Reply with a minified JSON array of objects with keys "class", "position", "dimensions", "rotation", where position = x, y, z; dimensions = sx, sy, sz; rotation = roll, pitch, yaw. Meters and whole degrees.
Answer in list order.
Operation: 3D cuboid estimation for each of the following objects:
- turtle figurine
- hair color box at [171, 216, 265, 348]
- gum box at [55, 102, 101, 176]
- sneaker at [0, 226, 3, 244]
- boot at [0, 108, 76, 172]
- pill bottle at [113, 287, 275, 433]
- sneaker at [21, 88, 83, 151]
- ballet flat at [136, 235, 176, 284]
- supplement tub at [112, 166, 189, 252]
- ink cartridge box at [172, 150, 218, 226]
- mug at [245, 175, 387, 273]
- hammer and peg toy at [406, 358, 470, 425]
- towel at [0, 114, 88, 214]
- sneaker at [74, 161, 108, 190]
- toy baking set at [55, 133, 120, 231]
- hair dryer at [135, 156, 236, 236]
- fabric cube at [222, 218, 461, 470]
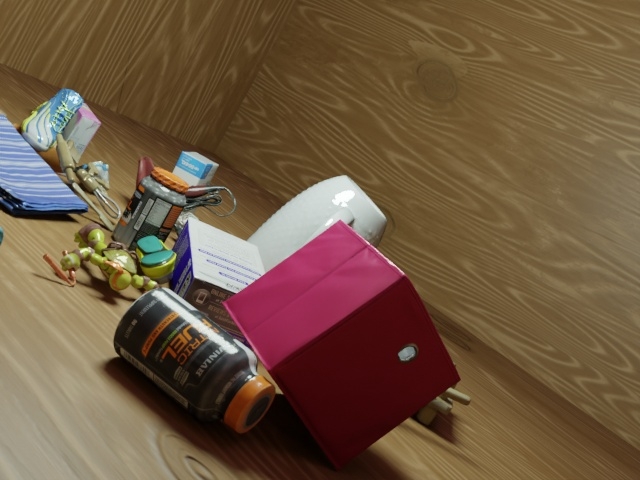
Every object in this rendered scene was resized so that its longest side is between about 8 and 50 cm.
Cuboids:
[{"class":"turtle figurine","position":[-0.403,0.038,1.547],"dimensions":[0.269,0.087,0.217],"rotation":[25,9,-34]},{"class":"hair color box","position":[-0.216,0.083,1.751],"dimensions":[0.185,0.110,0.339],"rotation":[24,14,-19]},{"class":"gum box","position":[-0.672,-0.270,2.169],"dimensions":[0.062,0.188,0.107],"rotation":[22,19,-49]},{"class":"sneaker","position":[-0.599,-0.029,1.127],"dimensions":[0.208,0.127,0.319],"rotation":[33,-2,4]},{"class":"boot","position":[-0.727,-0.223,1.980],"dimensions":[0.283,0.109,0.220],"rotation":[39,11,-25]},{"class":"pill bottle","position":[-0.186,0.187,1.243],"dimensions":[0.245,0.130,0.130],"rotation":[33,8,21]},{"class":"sneaker","position":[-0.650,-0.309,1.997],"dimensions":[0.091,0.126,0.240],"rotation":[39,19,-25]},{"class":"ballet flat","position":[-0.344,0.050,1.735],"dimensions":[0.077,0.077,0.231],"rotation":[-16,18,-15]},{"class":"supplement tub","position":[-0.386,-0.066,1.885],"dimensions":[0.117,0.190,0.117],"rotation":[30,7,-4]},{"class":"ink cartridge box","position":[-0.389,-0.148,2.368],"dimensions":[0.085,0.203,0.148],"rotation":[29,7,3]},{"class":"mug","position":[0.000,0.000,2.148],"dimensions":[0.276,0.328,0.374],"rotation":[47,7,1]},{"class":"hammer and peg toy","position":[0.197,0.313,1.885],"dimensions":[0.266,0.127,0.361],"rotation":[33,8,5]},{"class":"towel","position":[-0.673,-0.176,1.775],"dimensions":[0.336,0.040,0.243],"rotation":[45,16,14]},{"class":"sneaker","position":[-0.588,-0.160,2.145],"dimensions":[0.071,0.083,0.190],"rotation":[-13,1,4]},{"class":"toy baking set","position":[-0.551,-0.144,1.955],"dimensions":[0.197,0.030,0.256],"rotation":[45,14,-49]},{"class":"hair dryer","position":[-0.400,-0.119,2.247],"dimensions":[0.293,0.080,0.223],"rotation":[40,52,7]},{"class":"fabric cube","position":[0.032,0.169,1.381],"dimensions":[0.254,0.258,0.259],"rotation":[61,-9,-31]}]
